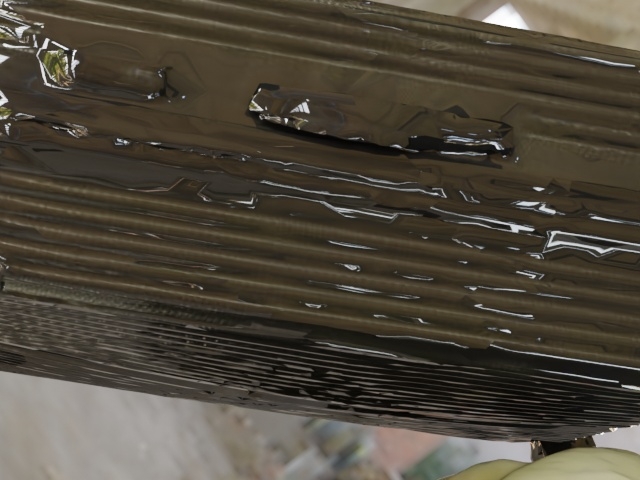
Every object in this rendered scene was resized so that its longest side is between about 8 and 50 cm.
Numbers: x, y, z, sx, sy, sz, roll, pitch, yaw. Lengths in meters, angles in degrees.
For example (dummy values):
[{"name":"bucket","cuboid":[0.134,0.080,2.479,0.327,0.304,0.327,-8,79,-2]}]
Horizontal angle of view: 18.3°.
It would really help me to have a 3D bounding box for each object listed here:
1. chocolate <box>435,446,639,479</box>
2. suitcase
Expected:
[{"name":"chocolate","cuboid":[0.093,0.219,0.747,0.297,0.326,0.314,59,-8,20]},{"name":"suitcase","cuboid":[0.000,0.000,0.833,0.229,0.335,0.152,142,-45,-71]}]
